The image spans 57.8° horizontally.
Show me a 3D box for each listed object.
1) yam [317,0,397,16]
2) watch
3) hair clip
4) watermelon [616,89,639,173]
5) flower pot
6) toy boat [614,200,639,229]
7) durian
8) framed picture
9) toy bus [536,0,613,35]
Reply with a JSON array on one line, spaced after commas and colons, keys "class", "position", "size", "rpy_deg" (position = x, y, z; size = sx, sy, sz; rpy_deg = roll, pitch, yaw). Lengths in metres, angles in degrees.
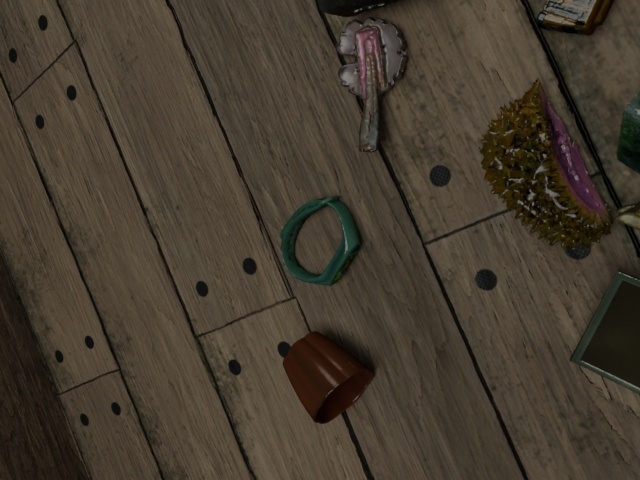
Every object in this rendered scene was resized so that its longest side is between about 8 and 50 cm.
[{"class": "yam", "position": [0.115, -0.574, 1.174], "size": [0.272, 0.202, 0.201], "rpy_deg": [-6, 132, 27]}, {"class": "watch", "position": [0.000, 0.000, 1.437], "size": [0.195, 0.068, 0.237], "rpy_deg": [42, 122, 20]}, {"class": "hair clip", "position": [0.112, -0.341, 1.293], "size": [0.173, 0.069, 0.300], "rpy_deg": [-1, 89, 30]}, {"class": "watermelon", "position": [0.653, -0.202, 0.947], "size": [0.264, 0.151, 0.301], "rpy_deg": [29, 113, 24]}, {"class": "flower pot", "position": [0.008, 0.326, 1.439], "size": [0.173, 0.191, 0.190], "rpy_deg": [46, 120, 29]}, {"class": "toy boat", "position": [0.709, 0.061, 0.965], "size": [0.446, 0.136, 0.162], "rpy_deg": [37, 121, 16]}, {"class": "durian", "position": [0.416, -0.122, 1.131], "size": [0.191, 0.112, 0.341], "rpy_deg": [-27, 88, 30]}, {"class": "framed picture", "position": [0.608, 0.191, 1.071], "size": [0.217, 0.017, 0.274], "rpy_deg": [28, 139, 23]}, {"class": "toy bus", "position": [0.477, -0.469, 1.033], "size": [0.114, 0.098, 0.200], "rpy_deg": [29, 112, 24]}]
